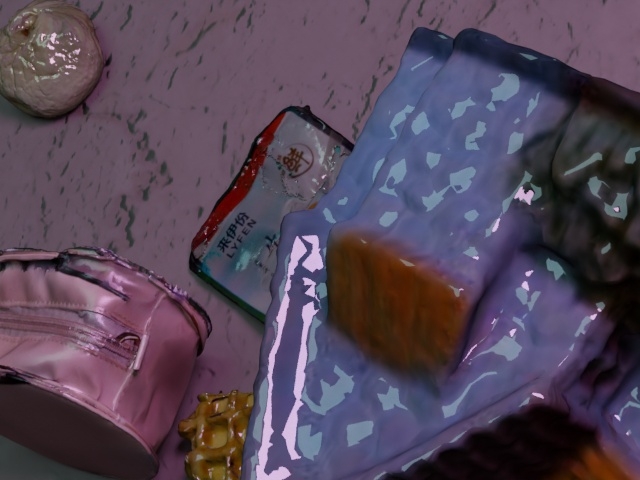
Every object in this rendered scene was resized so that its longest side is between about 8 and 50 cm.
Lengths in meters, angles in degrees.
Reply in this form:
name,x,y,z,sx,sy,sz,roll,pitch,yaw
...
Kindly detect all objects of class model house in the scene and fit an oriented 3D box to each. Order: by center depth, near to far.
name,x,y,z,sx,sy,sz,roll,pitch,yaw
model house,0.116,0.113,0.915,0.297,0.360,0.339,33,86,36

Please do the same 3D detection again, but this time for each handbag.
name,x,y,z,sx,sy,sz,roll,pitch,yaw
handbag,-0.188,0.093,1.214,0.205,0.179,0.116,-2,56,42

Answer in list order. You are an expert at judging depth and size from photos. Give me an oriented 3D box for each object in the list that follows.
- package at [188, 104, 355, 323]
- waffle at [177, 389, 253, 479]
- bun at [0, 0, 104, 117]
name,x,y,z,sx,sy,sz,roll,pitch,yaw
package,0.000,0.000,1.236,0.232,0.040,0.166,36,92,37
waffle,-0.020,0.139,1.169,0.192,0.046,0.160,30,89,41
bun,-0.254,-0.170,1.452,0.115,0.069,0.115,-13,61,25
